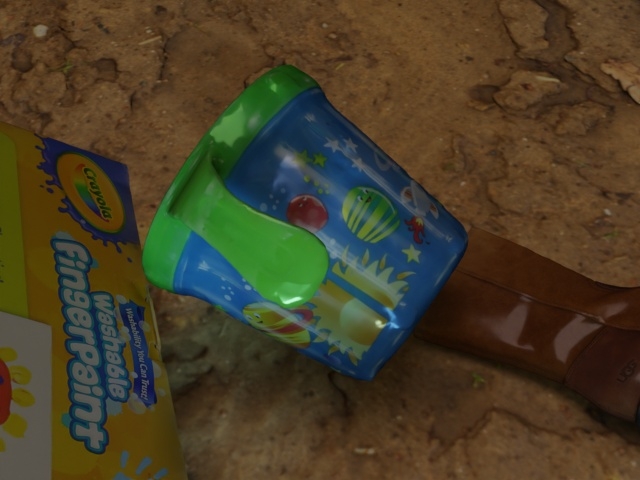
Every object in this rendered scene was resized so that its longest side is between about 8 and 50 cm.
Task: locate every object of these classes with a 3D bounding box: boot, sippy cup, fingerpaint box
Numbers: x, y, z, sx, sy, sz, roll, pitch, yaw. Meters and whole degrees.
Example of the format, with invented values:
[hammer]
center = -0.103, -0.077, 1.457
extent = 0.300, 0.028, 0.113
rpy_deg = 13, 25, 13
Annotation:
[boot]
center = 0.270, 0.049, 0.878
extent = 0.281, 0.096, 0.264
rpy_deg = 20, 59, 33
[sippy cup]
center = 0.000, 0.000, 0.800
extent = 0.224, 0.240, 0.305
rpy_deg = 35, 45, 8
[fingerpaint box]
center = -0.325, 0.075, 0.713
extent = 0.371, 0.163, 0.444
rpy_deg = 18, 34, -35
